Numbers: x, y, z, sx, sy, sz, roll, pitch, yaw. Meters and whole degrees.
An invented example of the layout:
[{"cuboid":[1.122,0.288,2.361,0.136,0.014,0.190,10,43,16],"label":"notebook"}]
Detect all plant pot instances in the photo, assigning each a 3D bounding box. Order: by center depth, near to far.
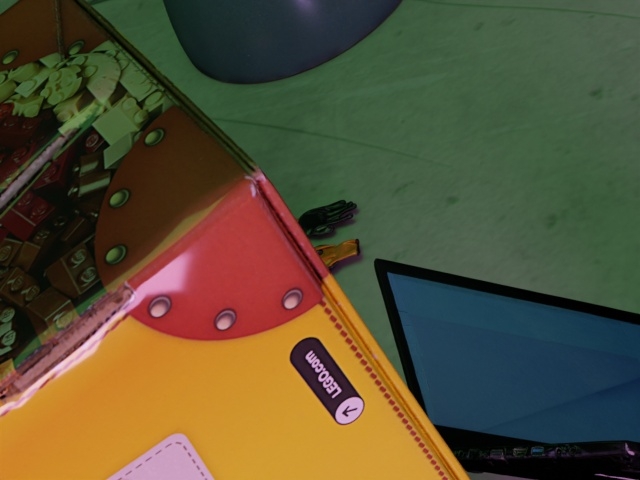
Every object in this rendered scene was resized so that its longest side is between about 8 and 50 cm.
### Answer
[{"cuboid":[-0.061,-0.336,1.286,0.290,0.195,0.290,-17,45,17],"label":"plant pot"}]

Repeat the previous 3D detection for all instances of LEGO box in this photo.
[{"cuboid":[-0.105,0.198,0.597,0.372,0.500,0.193,-39,43,-6],"label":"LEGO box"}]

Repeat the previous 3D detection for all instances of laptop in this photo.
[{"cuboid":[0.185,0.076,0.702,0.264,0.234,0.137,157,121,-63],"label":"laptop"}]

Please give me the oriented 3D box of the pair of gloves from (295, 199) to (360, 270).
[{"cuboid":[0.000,0.000,1.076,0.074,0.010,0.083,-20,41,17],"label":"pair of gloves"}]
